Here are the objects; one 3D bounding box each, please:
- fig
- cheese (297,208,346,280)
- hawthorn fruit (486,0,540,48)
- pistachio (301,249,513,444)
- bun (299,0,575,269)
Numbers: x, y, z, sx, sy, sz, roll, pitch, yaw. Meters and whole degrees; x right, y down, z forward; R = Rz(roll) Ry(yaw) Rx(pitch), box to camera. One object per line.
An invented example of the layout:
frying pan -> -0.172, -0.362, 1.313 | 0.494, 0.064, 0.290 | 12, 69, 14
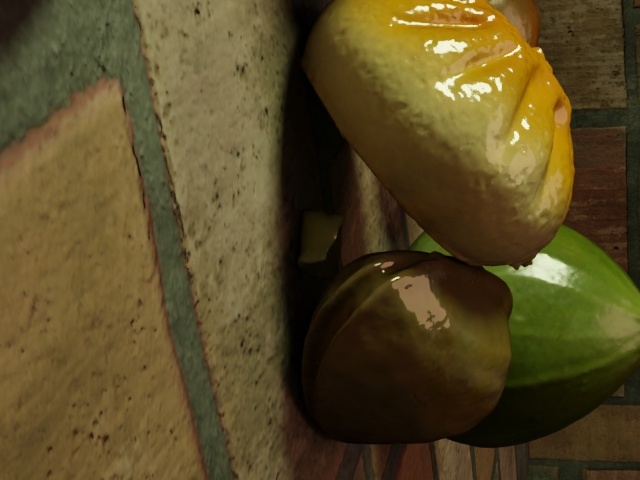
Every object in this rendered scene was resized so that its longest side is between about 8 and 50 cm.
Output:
fig -> 0.237, 0.105, 1.170 | 0.316, 0.316, 0.316 | -1, 90, -73
cheese -> -0.001, 0.000, 0.856 | 0.084, 0.041, 0.060 | 89, 10, -80
hawthorn fruit -> 0.148, -0.201, 1.145 | 0.199, 0.199, 0.251 | -15, 118, -73
pistachio -> 0.068, 0.101, 0.890 | 0.260, 0.163, 0.212 | 24, 100, -51
bun -> 0.131, -0.120, 0.882 | 0.299, 0.165, 0.299 | 44, 20, -20
